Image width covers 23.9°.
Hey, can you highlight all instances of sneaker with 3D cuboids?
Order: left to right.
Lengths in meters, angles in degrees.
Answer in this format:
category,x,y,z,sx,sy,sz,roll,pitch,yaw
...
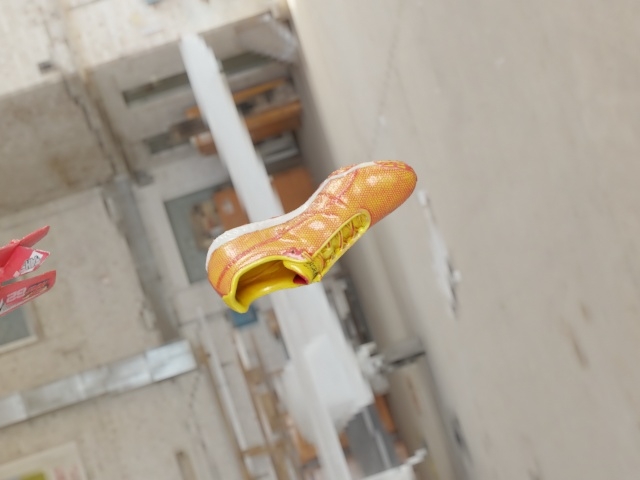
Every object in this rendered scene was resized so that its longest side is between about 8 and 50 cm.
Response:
category,x,y,z,sx,sy,sz,roll,pitch,yaw
sneaker,0.000,0.000,1.134,0.067,0.175,0.064,59,-179,40

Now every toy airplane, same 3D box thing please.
category,x,y,z,sx,sy,sz,roll,pitch,yaw
toy airplane,-0.238,0.037,1.087,0.028,0.151,0.151,53,175,5
